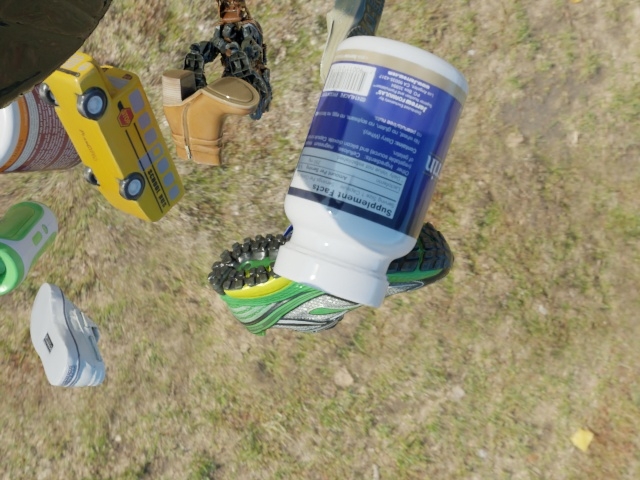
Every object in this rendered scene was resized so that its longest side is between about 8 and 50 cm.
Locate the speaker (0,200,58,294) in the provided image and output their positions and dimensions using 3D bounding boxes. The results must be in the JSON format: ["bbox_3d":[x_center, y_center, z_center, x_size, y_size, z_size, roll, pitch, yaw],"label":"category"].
[{"bbox_3d":[-0.669,0.009,1.581,0.131,0.296,0.131,-1,112,-4],"label":"speaker"}]

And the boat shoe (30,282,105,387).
[{"bbox_3d":[-0.165,0.062,0.478,0.035,0.100,0.035,20,103,-39],"label":"boat shoe"}]

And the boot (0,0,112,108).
[{"bbox_3d":[-0.206,-0.125,0.321,0.178,0.085,0.236,43,96,12],"label":"boot"}]

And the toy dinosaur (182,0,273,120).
[{"bbox_3d":[-0.174,-0.372,1.414,0.322,0.164,0.218,53,36,-30],"label":"toy dinosaur"}]

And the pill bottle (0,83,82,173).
[{"bbox_3d":[-0.622,-0.259,1.563,0.224,0.392,0.224,2,98,18],"label":"pill bottle"}]

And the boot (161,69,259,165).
[{"bbox_3d":[-0.172,-0.188,1.173,0.073,0.197,0.152,-36,136,-40],"label":"boot"}]

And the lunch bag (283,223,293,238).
[{"bbox_3d":[0.000,0.000,1.366,0.129,0.151,0.096,-20,97,-49],"label":"lunch bag"}]

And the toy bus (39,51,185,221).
[{"bbox_3d":[-0.349,-0.177,1.240,0.130,0.108,0.332,-50,146,-30],"label":"toy bus"}]

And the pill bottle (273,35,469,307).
[{"bbox_3d":[0.049,-0.070,0.785,0.153,0.153,0.264,19,91,-20],"label":"pill bottle"}]

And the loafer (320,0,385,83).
[{"bbox_3d":[0.056,-0.410,1.444,0.102,0.092,0.268,38,65,-43],"label":"loafer"}]

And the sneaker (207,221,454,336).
[{"bbox_3d":[0.022,0.052,1.036,0.344,0.134,0.146,-10,130,20],"label":"sneaker"}]
